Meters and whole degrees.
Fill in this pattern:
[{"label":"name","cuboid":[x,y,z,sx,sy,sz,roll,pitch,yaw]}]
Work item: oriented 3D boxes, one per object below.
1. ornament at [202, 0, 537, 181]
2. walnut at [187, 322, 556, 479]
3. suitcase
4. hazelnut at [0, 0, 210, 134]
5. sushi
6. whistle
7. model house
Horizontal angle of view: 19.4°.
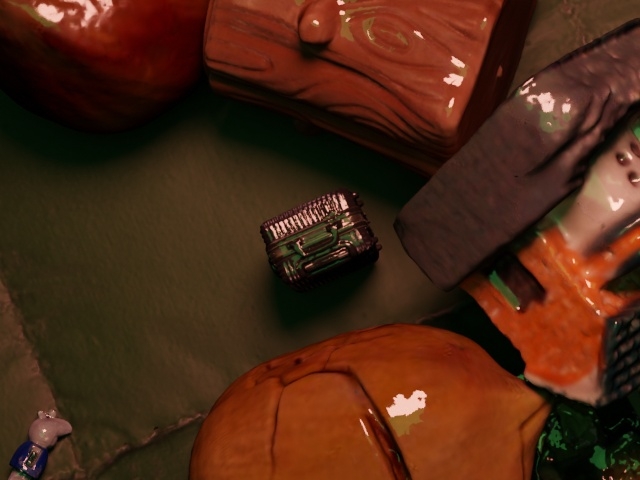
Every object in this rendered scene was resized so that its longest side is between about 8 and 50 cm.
[{"label":"ornament","cuboid":[0.039,-0.161,1.463,0.217,0.221,0.235,19,45,12]},{"label":"walnut","cuboid":[0.035,0.158,1.398,0.298,0.203,0.203,-25,81,21]},{"label":"suitcase","cuboid":[0.000,0.000,1.472,0.086,0.126,0.059,-25,83,3]},{"label":"hazelnut","cuboid":[-0.186,-0.179,1.470,0.208,0.208,0.208,-1,83,6]},{"label":"sushi","cuboid":[0.219,0.190,1.471,0.192,0.040,0.210,-38,74,1]},{"label":"whistle","cuboid":[-0.233,0.177,1.525,0.033,0.029,0.083,30,79,-8]},{"label":"model house","cuboid":[0.245,0.015,1.362,0.190,0.271,0.301,-41,80,37]}]
